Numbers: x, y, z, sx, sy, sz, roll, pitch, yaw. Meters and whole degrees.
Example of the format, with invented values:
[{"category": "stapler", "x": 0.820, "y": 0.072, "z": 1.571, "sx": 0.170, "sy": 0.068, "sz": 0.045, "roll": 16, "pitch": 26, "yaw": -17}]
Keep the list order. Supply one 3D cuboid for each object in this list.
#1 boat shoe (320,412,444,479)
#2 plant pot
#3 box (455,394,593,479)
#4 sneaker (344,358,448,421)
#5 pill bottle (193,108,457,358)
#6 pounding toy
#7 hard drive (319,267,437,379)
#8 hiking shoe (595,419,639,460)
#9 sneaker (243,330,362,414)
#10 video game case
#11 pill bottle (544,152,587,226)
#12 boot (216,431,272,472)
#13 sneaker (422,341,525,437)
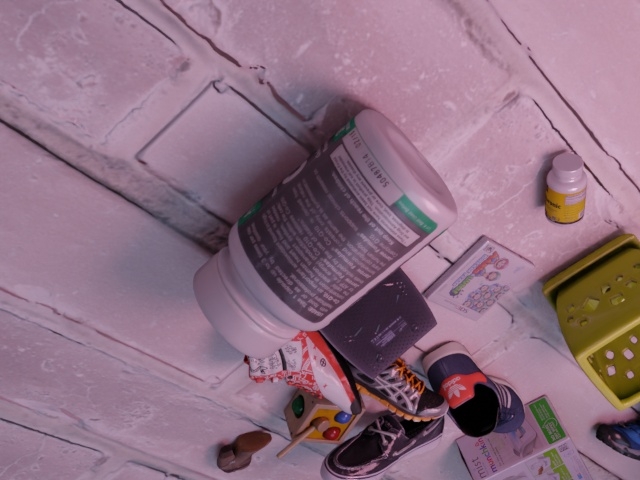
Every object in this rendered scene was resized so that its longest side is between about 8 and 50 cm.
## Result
[{"category": "boat shoe", "x": 0.131, "y": 0.395, "z": 1.627, "sx": 0.301, "sy": 0.108, "sz": 0.102, "roll": -13, "pitch": 128, "yaw": -31}, {"category": "plant pot", "x": 0.552, "y": 0.136, "z": 1.490, "sx": 0.227, "sy": 0.207, "sz": 0.228, "roll": -35, "pitch": 128, "yaw": 13}, {"category": "box", "x": 0.468, "y": 0.507, "z": 1.859, "sx": 0.231, "sy": 0.127, "sz": 0.262, "roll": -29, "pitch": 134, "yaw": 9}, {"category": "sneaker", "x": 0.140, "y": 0.260, "z": 1.509, "sx": 0.215, "sy": 0.084, "sz": 0.083, "roll": 24, "pitch": 112, "yaw": 1}, {"category": "pill bottle", "x": 0.000, "y": 0.000, "z": 1.181, "sx": 0.361, "sy": 0.204, "sz": 0.204, "roll": -40, "pitch": 131, "yaw": 17}, {"category": "pounding toy", "x": -0.007, "y": 0.340, "z": 1.559, "sx": 0.141, "sy": 0.100, "sz": 0.130, "roll": 11, "pitch": 126, "yaw": -28}, {"category": "hard drive", "x": 0.081, "y": 0.116, "z": 1.395, "sx": 0.172, "sy": 0.054, "sz": 0.254, "roll": -41, "pitch": 131, "yaw": -1}, {"category": "hiking shoe", "x": 0.794, "y": 0.454, "z": 1.965, "sx": 0.304, "sy": 0.113, "sz": 0.132, "roll": 12, "pitch": 96, "yaw": -21}, {"category": "sneaker", "x": -0.039, "y": 0.222, "z": 1.428, "sx": 0.145, "sy": 0.090, "sz": 0.270, "roll": -26, "pitch": 119, "yaw": 6}, {"category": "video game case", "x": 0.287, "y": 0.072, "z": 1.475, "sx": 0.143, "sy": 0.019, "sz": 0.157, "roll": 25, "pitch": 119, "yaw": -35}, {"category": "pill bottle", "x": 0.402, "y": -0.084, "z": 1.342, "sx": 0.065, "sy": 0.065, "sz": 0.116, "roll": -16, "pitch": 133, "yaw": -5}, {"category": "boot", "x": -0.150, "y": 0.425, "z": 1.633, "sx": 0.118, "sy": 0.042, "sz": 0.087, "roll": -13, "pitch": 140, "yaw": -6}, {"category": "sneaker", "x": 0.326, "y": 0.343, "z": 1.646, "sx": 0.131, "sy": 0.148, "sz": 0.350, "roll": -38, "pitch": 132, "yaw": 16}]
